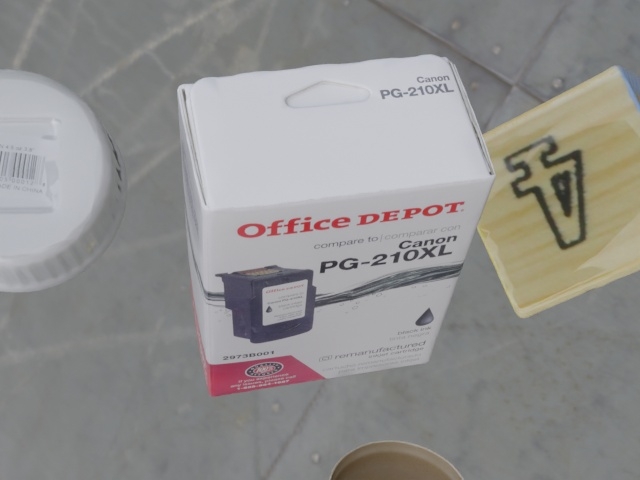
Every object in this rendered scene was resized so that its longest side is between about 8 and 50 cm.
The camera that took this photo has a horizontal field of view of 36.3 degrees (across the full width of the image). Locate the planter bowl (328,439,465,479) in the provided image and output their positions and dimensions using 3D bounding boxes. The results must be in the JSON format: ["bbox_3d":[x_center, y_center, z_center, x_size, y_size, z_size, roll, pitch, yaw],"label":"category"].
[{"bbox_3d":[0.084,0.325,1.119,0.162,0.162,0.109,49,143,44],"label":"planter bowl"}]

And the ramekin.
[{"bbox_3d":[-0.384,-0.079,1.225,0.135,0.277,0.277,135,144,-77],"label":"ramekin"}]

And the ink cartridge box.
[{"bbox_3d":[0.000,0.000,0.653,0.237,0.172,0.100,98,162,-55],"label":"ink cartridge box"}]

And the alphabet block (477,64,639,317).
[{"bbox_3d":[0.280,-0.049,1.035,0.197,0.192,0.193,-27,80,26],"label":"alphabet block"}]
